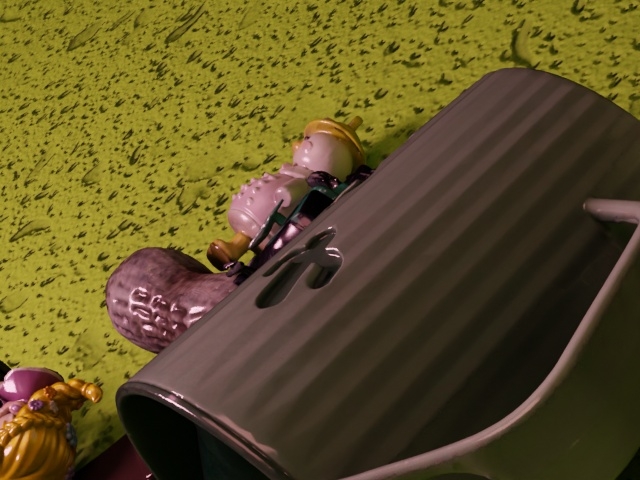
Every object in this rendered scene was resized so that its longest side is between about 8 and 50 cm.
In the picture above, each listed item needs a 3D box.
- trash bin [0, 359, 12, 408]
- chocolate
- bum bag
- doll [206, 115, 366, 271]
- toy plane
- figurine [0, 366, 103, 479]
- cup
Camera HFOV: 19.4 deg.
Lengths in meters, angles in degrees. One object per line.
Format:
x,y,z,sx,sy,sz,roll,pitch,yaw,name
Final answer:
-0.377,0.213,1.823,0.175,0.175,0.161,-27,43,19,trash bin
-0.120,0.066,1.783,0.248,0.110,0.110,12,57,47,chocolate
-0.184,0.210,1.737,0.159,0.026,0.109,-40,29,2,bum bag
-0.028,-0.048,1.853,0.207,0.081,0.129,-47,-2,-13,doll
0.000,0.000,1.647,0.155,0.106,0.382,-53,1,-6,toy plane
-0.258,0.194,1.754,0.115,0.095,0.156,-17,44,19,figurine
0.111,0.110,1.302,0.392,0.310,0.401,-46,41,-19,cup
